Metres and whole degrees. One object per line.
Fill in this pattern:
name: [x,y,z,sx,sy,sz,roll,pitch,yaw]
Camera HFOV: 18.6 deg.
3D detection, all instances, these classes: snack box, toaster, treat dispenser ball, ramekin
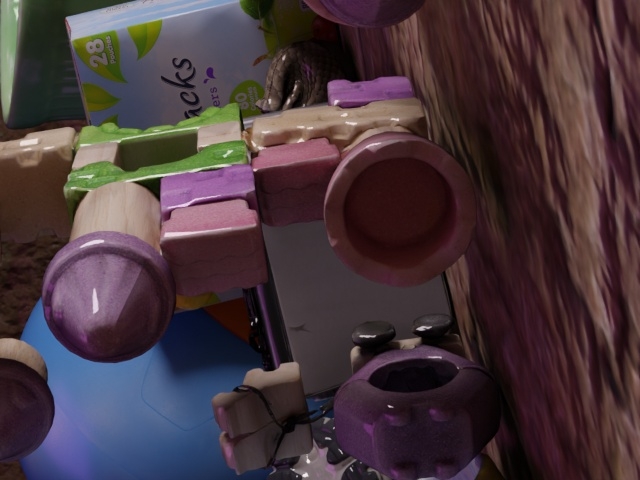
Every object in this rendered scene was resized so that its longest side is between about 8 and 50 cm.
snack box: [-0.065,-0.067,1.325,0.070,0.174,0.207,-117,15,-68]
toaster: [0.000,0.000,1.134,0.168,0.110,0.185,135,121,-84]
treat dispenser ball: [-0.093,0.122,1.495,0.288,0.288,0.288,167,90,-85]
ramekin: [-0.165,-0.234,1.513,0.303,0.148,0.303,-179,90,-78]

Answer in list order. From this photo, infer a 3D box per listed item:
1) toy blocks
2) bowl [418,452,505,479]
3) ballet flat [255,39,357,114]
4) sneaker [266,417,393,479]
toy blocks: [-0.067,0.009,0.858,0.260,0.289,0.309,-100,2,-71]
bowl: [0.017,0.253,0.951,0.156,0.289,0.289,50,174,1]
ballet flat: [0.003,-0.006,1.272,0.084,0.058,0.250,9,115,45]
sneaker: [0.063,0.237,1.309,0.110,0.107,0.275,28,-148,-51]
